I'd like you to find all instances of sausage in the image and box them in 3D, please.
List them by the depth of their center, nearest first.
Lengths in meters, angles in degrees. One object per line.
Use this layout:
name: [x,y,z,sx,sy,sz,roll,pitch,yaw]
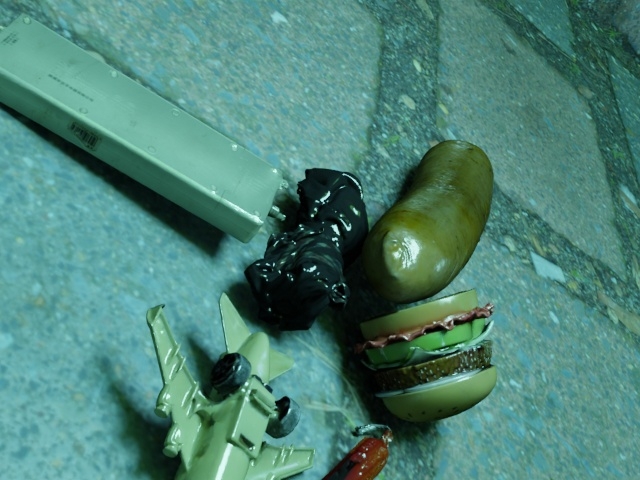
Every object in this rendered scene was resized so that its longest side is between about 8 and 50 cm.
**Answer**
sausage: [0.157,-0.026,1.093,0.501,0.123,0.136,-48,131,-62]

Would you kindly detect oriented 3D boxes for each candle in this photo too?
candle: [0.033,0.241,0.849,0.162,0.048,0.053,-29,116,-53]

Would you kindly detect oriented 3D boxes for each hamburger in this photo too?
hamburger: [0.128,0.139,0.941,0.175,0.175,0.137,-7,81,-48]

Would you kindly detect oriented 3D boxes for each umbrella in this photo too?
umbrella: [0.001,0.001,0.968,0.122,0.110,0.272,34,35,-7]

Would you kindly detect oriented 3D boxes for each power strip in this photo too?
power strip: [-0.194,-0.116,0.877,0.367,0.043,0.106,31,41,-11]

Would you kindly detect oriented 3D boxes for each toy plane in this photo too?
toy plane: [-0.085,0.175,0.739,0.242,0.104,0.256,49,27,-28]
